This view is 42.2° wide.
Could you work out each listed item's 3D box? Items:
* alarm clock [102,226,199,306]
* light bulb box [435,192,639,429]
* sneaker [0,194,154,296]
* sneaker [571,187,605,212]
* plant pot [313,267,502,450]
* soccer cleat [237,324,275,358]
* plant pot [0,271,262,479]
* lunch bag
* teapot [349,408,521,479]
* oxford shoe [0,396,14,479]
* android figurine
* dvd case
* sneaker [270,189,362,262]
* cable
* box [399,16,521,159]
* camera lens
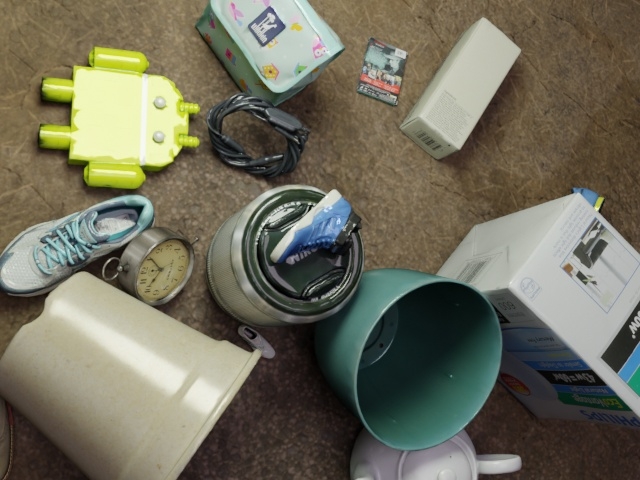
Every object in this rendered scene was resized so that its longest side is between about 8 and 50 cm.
[{"bbox_3d":[-0.288,0.042,1.374,0.192,0.064,0.129,-3,116,-58],"label":"alarm clock"},{"bbox_3d":[0.431,0.139,1.515,0.361,0.358,0.225,44,72,-8],"label":"light bulb box"},{"bbox_3d":[-0.399,-0.006,1.353,0.283,0.122,0.110,-31,92,-22],"label":"sneaker"},{"bbox_3d":[0.518,-0.014,1.738,0.082,0.069,0.209,24,81,18],"label":"sneaker"},{"bbox_3d":[0.123,0.179,1.435,0.293,0.235,0.292,-8,106,-29],"label":"plant pot"},{"bbox_3d":[-0.113,0.180,1.477,0.083,0.035,0.029,44,70,-9],"label":"soccer cleat"},{"bbox_3d":[-0.310,0.222,1.270,0.305,0.334,0.333,35,71,-1],"label":"plant pot"},{"bbox_3d":[-0.085,-0.366,1.453,0.160,0.262,0.223,-38,96,-22],"label":"lunch bag"},{"bbox_3d":[0.190,0.410,1.474,0.252,0.187,0.256,44,69,-9],"label":"teapot"},{"bbox_3d":[-0.550,0.215,1.257,0.123,0.130,0.348,-17,88,-22],"label":"oxford shoe"},{"bbox_3d":[-0.346,-0.210,1.444,0.273,0.056,0.248,5,80,-18],"label":"android figurine"},{"bbox_3d":[0.124,-0.338,1.661,0.087,0.013,0.119,17,77,-17],"label":"dvd case"},{"bbox_3d":[0.000,0.000,1.239,0.084,0.058,0.152,45,63,1],"label":"sneaker"},{"bbox_3d":[-0.120,-0.186,1.483,0.185,0.150,0.047,21,44,-16],"label":"cable"},{"bbox_3d":[0.282,-0.305,1.671,0.113,0.094,0.275,39,70,-11],"label":"box"},{"bbox_3d":[-0.067,0.034,1.389,0.220,0.274,0.219,3,81,-20],"label":"camera lens"}]
